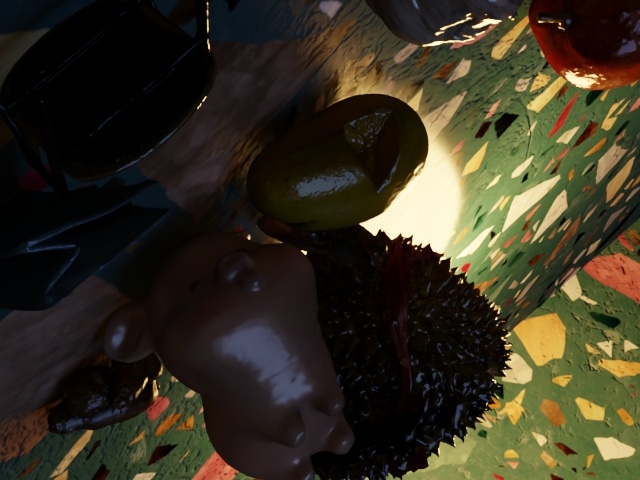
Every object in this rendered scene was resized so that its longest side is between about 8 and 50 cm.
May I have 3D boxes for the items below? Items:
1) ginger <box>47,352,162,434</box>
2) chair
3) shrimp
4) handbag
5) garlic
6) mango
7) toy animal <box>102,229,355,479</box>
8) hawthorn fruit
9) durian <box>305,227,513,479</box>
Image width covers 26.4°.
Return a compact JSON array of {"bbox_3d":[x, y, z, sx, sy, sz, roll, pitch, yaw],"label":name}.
[{"bbox_3d":[-0.247,0.180,1.633,0.162,0.073,0.103,-26,151,-45],"label":"ginger"},{"bbox_3d":[-0.174,-0.133,1.055,0.159,0.172,0.247,-43,154,-16],"label":"chair"},{"bbox_3d":[0.000,0.004,1.662,0.132,0.187,0.051,-17,117,-45],"label":"shrimp"},{"bbox_3d":[-0.235,-0.001,1.130,0.144,0.057,0.221,-38,-159,-35],"label":"handbag"},{"bbox_3d":[0.093,-0.298,1.283,0.212,0.218,0.218,23,112,-37],"label":"garlic"},{"bbox_3d":[0.020,-0.087,1.596,0.262,0.130,0.167,-25,156,-37],"label":"mango"},{"bbox_3d":[-0.081,0.135,1.589,0.237,0.269,0.326,-40,149,-27],"label":"toy animal"},{"bbox_3d":[0.375,-0.301,1.845,0.253,0.205,0.205,-21,148,-44],"label":"hawthorn fruit"},{"bbox_3d":[0.065,0.155,1.828,0.384,0.347,0.347,-6,148,-12],"label":"durian"}]
